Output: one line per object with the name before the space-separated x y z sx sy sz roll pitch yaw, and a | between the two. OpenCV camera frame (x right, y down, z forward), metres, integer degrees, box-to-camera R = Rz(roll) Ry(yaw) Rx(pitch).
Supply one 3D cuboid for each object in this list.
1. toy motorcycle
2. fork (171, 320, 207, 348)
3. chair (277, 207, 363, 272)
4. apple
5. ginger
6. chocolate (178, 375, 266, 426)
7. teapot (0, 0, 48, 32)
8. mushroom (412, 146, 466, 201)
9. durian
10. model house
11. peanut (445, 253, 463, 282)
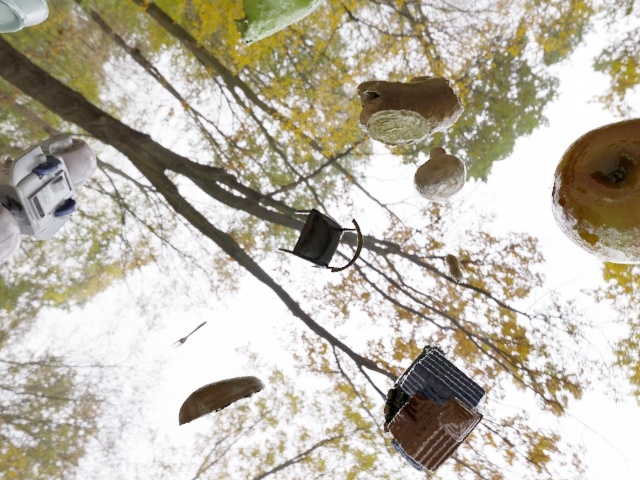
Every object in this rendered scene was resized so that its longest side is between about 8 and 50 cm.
toy motorcycle | -0.368 -0.058 0.505 0.112 0.112 0.254 -27 -150 19
fork | -0.319 0.229 1.019 0.012 0.016 0.115 -7 -162 36
chair | 0.000 0.000 1.388 0.272 0.166 0.188 7 -108 61
apple | 0.601 -0.106 0.790 0.301 0.301 0.301 -17 -125 25
ginger | 0.226 -0.353 1.069 0.275 0.130 0.221 16 -117 6
chocolate | -0.285 0.442 1.188 0.161 0.261 0.083 -37 -111 38
teapot | -0.362 -0.305 0.406 0.159 0.159 0.232 -54 -168 -5
mushroom | 0.445 -0.256 1.579 0.206 0.206 0.209 -28 -102 18
durian | -0.087 -0.661 1.000 0.339 0.256 0.204 -20 -169 9
model house | 0.286 0.453 1.104 0.252 0.329 0.295 42 -89 23
peanut | 0.365 0.076 1.132 0.037 0.037 0.083 -16 -89 26
